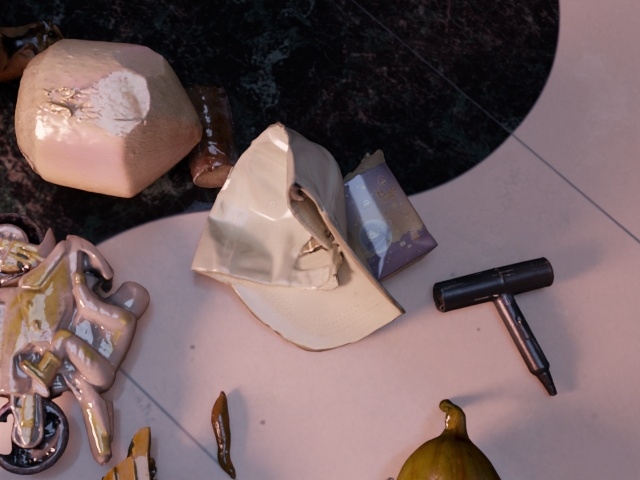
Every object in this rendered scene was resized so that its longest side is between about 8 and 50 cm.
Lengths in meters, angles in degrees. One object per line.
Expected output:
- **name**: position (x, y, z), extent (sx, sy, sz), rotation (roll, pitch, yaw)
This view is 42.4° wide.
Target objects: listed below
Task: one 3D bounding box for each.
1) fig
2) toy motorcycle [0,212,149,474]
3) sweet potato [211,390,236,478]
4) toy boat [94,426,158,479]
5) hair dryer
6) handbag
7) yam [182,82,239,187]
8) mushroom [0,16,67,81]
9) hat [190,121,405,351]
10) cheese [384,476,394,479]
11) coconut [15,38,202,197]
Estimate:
- **fig**: position (0.174, 0.305, 1.044), extent (0.142, 0.148, 0.186), rotation (12, 83, 29)
- **toy motorcycle**: position (-0.329, 0.121, 1.063), extent (0.222, 0.108, 0.341), rotation (-4, 73, -17)
- **sweet potato**: position (-0.129, 0.256, 1.085), extent (0.026, 0.026, 0.115), rotation (-5, 75, -9)
- **toy boat**: position (-0.190, 0.381, 1.000), extent (0.115, 0.089, 0.310), rotation (-14, 74, -15)
- **hair dryer**: position (0.265, 0.133, 1.168), extent (0.173, 0.050, 0.195), rotation (-12, 77, -8)
- **handbag**: position (0.075, -0.033, 1.177), extent (0.117, 0.095, 0.173), rotation (-28, 85, -19)
- **yam**: position (-0.161, -0.153, 1.189), extent (0.079, 0.079, 0.141), rotation (-9, 75, -10)
- **mushroom**: position (-0.511, -0.242, 1.123), extent (0.254, 0.267, 0.267), rotation (38, 67, -30)
- **hat**: position (-0.006, 0.001, 1.104), extent (0.301, 0.258, 0.168), rotation (44, 47, -11)
- **cheese**: position (0.037, 0.366, 1.063), extent (0.162, 0.036, 0.086), rotation (-35, 80, -16)
- **coconut**: position (-0.277, -0.166, 1.109), extent (0.233, 0.224, 0.224), rotation (8, 70, 8)
